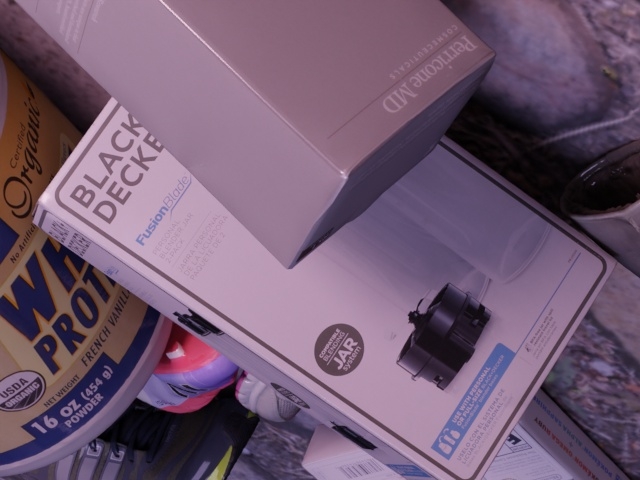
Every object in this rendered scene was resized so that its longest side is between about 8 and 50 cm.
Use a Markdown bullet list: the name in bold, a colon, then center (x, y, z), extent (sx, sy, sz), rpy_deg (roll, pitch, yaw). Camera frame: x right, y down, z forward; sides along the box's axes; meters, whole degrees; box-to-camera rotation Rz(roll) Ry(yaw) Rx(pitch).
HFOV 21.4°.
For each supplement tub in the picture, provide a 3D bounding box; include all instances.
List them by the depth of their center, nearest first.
- **supplement tub**: center (-0.254, -0.013, 1.056), extent (0.228, 0.228, 0.316), rpy_deg (3, 151, 31)

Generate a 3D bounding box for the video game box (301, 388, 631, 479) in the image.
- **video game box**: center (0.121, 0.186, 1.264), extent (0.205, 0.048, 0.187), rpy_deg (-20, 123, 41)

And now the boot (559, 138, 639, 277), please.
- **boot**: center (0.262, 0.018, 0.948), extent (0.189, 0.076, 0.208), rpy_deg (-19, 119, 45)

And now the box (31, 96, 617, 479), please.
- **box**: center (0.000, 0.000, 0.967), extent (0.290, 0.169, 0.087), rpy_deg (36, 169, -5)

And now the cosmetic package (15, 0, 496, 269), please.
- **cosmetic package**: center (-0.045, -0.117, 0.852), extent (0.238, 0.127, 0.107), rpy_deg (41, 146, 9)

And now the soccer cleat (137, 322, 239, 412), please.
- **soccer cleat**: center (-0.093, 0.084, 1.220), extent (0.095, 0.083, 0.248), rpy_deg (43, 159, -17)

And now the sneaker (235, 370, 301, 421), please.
- **sneaker**: center (0.026, 0.067, 1.130), extent (0.111, 0.103, 0.252), rpy_deg (32, 147, -5)

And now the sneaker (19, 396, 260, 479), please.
- **sneaker**: center (-0.170, 0.172, 1.404), extent (0.300, 0.111, 0.121), rpy_deg (-19, 121, 45)
